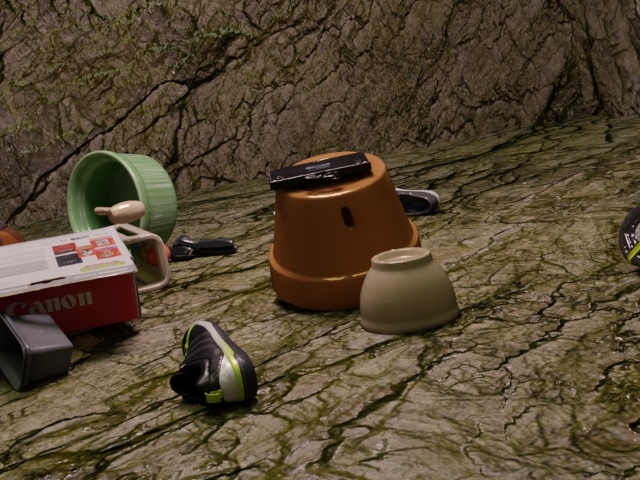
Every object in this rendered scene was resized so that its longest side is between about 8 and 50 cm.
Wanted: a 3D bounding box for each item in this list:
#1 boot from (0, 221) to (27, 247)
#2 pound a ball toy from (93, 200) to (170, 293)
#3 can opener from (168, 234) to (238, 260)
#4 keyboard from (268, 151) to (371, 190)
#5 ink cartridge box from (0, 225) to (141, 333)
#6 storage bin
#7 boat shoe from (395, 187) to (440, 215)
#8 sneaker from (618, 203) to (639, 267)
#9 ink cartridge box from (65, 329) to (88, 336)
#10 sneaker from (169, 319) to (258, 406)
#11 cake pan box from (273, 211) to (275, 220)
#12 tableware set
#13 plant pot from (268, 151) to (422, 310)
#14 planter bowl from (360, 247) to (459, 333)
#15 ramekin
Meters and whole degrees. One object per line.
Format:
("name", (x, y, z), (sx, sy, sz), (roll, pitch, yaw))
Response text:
("boot", (-0.597, 0.079, 1.781), (0.280, 0.096, 0.264), (32, 6, -17))
("pound a ball toy", (-0.430, -0.001, 1.974), (0.136, 0.208, 0.319), (-15, 12, -24))
("can opener", (-0.295, 0.020, 2.189), (0.186, 0.073, 0.059), (-3, -26, 15))
("keyboard", (-0.001, -0.118, 1.518), (0.180, 0.023, 0.108), (-13, 21, -2))
("ink cartridge box", (-0.494, 0.094, 1.554), (0.310, 0.130, 0.272), (-11, 20, -19))
("storage bin", (-0.469, 0.179, 1.408), (0.091, 0.098, 0.135), (-4, 29, -39))
("boat shoe", (0.200, -0.095, 2.285), (0.229, 0.080, 0.076), (4, 14, 23))
("sneaker", (0.657, 0.003, 1.345), (0.385, 0.145, 0.147), (-1, -17, 46))
("ink cartridge box", (-0.533, 0.166, 1.640), (0.207, 0.046, 0.097), (-17, 15, -36))
("sneaker", (-0.171, 0.173, 1.210), (0.097, 0.084, 0.235), (-16, 13, -24))
("cake pan box", (0.041, -0.017, 1.851), (0.246, 0.070, 0.267), (-12, 26, -7))
("tableware set", (-0.469, 0.194, 1.510), (0.169, 0.020, 0.141), (-3, 17, 14))
("plant pot", (0.033, -0.032, 1.587), (0.291, 0.203, 0.291), (-9, 28, 5))
("planter bowl", (0.136, 0.073, 1.392), (0.162, 0.109, 0.162), (-9, 11, 2))
("ramekin", (-0.526, -0.093, 2.315), (0.303, 0.303, 0.148), (-1, 7, 37))
